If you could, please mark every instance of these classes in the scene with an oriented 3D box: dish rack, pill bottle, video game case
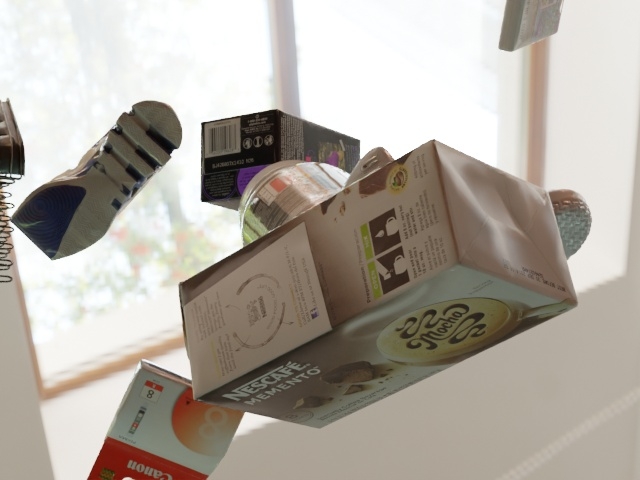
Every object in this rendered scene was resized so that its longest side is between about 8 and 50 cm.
[{"bbox_3d":[-0.426,-0.029,1.852,0.074,0.271,0.208,1,-157,-17],"label":"dish rack"},{"bbox_3d":[0.000,0.000,2.144,0.210,0.210,0.363,-12,-161,-13],"label":"pill bottle"},{"bbox_3d":[0.205,-0.259,1.342,0.019,0.157,0.143,16,-160,21],"label":"video game case"}]

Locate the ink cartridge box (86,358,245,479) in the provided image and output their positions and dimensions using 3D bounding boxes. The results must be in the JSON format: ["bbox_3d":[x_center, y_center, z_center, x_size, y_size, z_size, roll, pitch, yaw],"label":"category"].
[{"bbox_3d":[-0.195,0.256,1.824,0.145,0.179,0.045,24,-175,-12],"label":"ink cartridge box"}]

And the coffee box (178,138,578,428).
[{"bbox_3d":[0.042,0.047,1.245,0.297,0.168,0.118,-29,-122,33],"label":"coffee box"}]

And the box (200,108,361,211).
[{"bbox_3d":[-0.064,-0.120,2.483,0.165,0.143,0.270,-6,169,30],"label":"box"}]

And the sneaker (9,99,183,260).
[{"bbox_3d":[-0.329,-0.101,2.321,0.315,0.127,0.182,-41,-176,8],"label":"sneaker"}]

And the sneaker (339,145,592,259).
[{"bbox_3d":[0.146,-0.029,1.769,0.366,0.137,0.210,-26,-125,30],"label":"sneaker"}]
